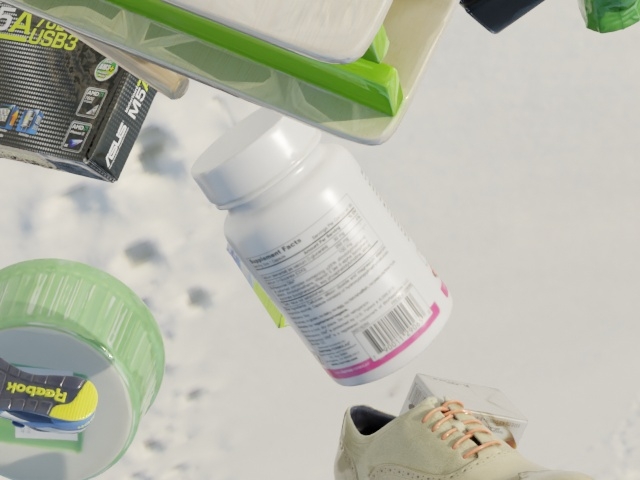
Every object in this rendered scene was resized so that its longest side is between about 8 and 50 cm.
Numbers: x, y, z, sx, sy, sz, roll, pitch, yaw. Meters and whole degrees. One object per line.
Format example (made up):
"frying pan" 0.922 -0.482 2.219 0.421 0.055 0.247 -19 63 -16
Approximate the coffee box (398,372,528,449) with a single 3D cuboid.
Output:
"coffee box" 0.158 0.316 1.890 0.141 0.098 0.247 13 107 -25

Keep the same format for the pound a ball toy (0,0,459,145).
"pound a ball toy" -0.085 -0.164 0.715 0.136 0.319 0.208 -64 166 -9

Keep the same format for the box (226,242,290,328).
"box" -0.075 0.027 2.017 0.042 0.178 0.109 -11 135 -28

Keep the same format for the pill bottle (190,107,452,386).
"pill bottle" 0.000 0.000 1.477 0.160 0.283 0.160 -33 -163 11

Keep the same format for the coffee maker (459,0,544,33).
"coffee maker" 0.199 -0.265 1.240 0.178 0.120 0.171 -31 124 25

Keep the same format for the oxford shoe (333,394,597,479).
"oxford shoe" 0.135 0.237 1.460 0.140 0.147 0.397 -3 178 -38

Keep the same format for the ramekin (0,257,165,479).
"ramekin" -0.373 0.191 1.939 0.303 0.303 0.148 -30 -159 16

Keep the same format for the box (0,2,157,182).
"box" -0.194 -0.145 1.048 0.190 0.184 0.045 14 166 33

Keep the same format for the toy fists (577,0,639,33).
"toy fists" 0.323 -0.369 1.596 0.096 0.279 0.142 -8 134 14

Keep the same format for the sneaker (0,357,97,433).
"sneaker" -0.269 0.142 1.263 0.144 0.053 0.059 16 153 5
